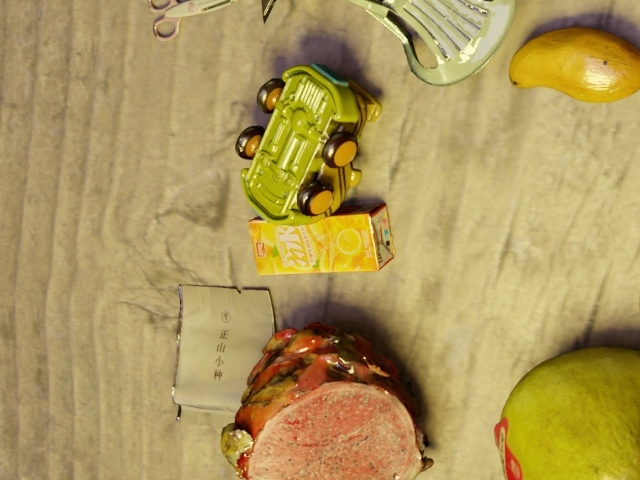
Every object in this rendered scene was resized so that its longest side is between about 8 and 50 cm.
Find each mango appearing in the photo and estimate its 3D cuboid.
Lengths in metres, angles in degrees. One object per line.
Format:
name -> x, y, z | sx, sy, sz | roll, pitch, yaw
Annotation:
mango -> 0.347, -0.237, 1.332 | 0.190, 0.075, 0.098 | 13, 104, 31

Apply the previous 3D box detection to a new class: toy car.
toy car -> -0.010, -0.140, 1.503 | 0.200, 0.142, 0.248 | 47, 120, 36

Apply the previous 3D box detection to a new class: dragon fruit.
dragon fruit -> -0.009, 0.268, 1.567 | 0.296, 0.263, 0.314 | -37, 123, 4

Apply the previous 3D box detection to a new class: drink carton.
drink carton -> 0.000, 0.000, 1.580 | 0.222, 0.071, 0.096 | -3, 104, 28

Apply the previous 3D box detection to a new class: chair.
chair -> 0.119, -0.360, 1.356 | 0.274, 0.190, 0.203 | 30, 121, -15

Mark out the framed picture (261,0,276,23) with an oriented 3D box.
framed picture -> -0.045, -0.427, 1.426 | 0.010, 0.199, 0.195 | 23, 117, -17

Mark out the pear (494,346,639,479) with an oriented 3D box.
pear -> 0.391, 0.294, 1.307 | 0.287, 0.375, 0.287 | -1, 96, -6

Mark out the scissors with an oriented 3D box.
scissors -> -0.209, -0.377, 1.610 | 0.176, 0.022, 0.085 | -4, 99, 32

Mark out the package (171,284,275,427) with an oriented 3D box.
package -> -0.166, 0.206, 1.740 | 0.203, 0.062, 0.251 | 2, 92, 27
